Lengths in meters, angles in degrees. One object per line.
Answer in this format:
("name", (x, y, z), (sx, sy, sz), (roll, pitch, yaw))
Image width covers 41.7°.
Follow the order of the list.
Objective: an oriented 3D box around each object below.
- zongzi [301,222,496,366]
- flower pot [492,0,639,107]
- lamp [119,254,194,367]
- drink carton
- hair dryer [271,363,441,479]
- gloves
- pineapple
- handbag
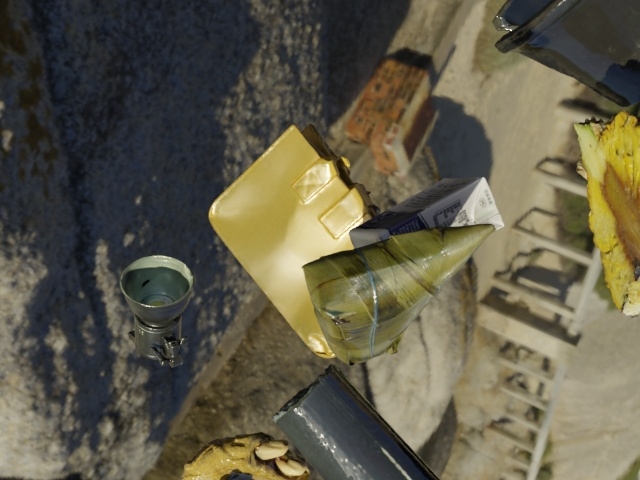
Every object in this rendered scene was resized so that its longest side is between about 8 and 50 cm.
("zongzi", (0.126, 0.077, 1.244), (0.274, 0.125, 0.251), (-21, 152, -3))
("flower pot", (0.499, -0.393, 1.420), (0.379, 0.251, 0.379), (-47, -171, 10))
("lamp", (-0.332, 0.165, 1.737), (0.147, 0.172, 0.227), (-22, 139, -30))
("drink carton", (0.179, -0.021, 1.427), (0.222, 0.102, 0.134), (-30, -169, -17))
("hair dryer", (0.039, 0.139, 0.354), (0.050, 0.173, 0.195), (-44, 174, 4))
("gloves", (-0.169, 0.434, 1.501), (0.356, 0.155, 0.203), (-36, 172, 35))
("pineapple", (0.519, -0.096, 1.237), (0.344, 0.209, 0.286), (89, -9, -52))
("handbag", (0.000, 0.000, 1.644), (0.283, 0.401, 0.133), (-42, 170, 24))
